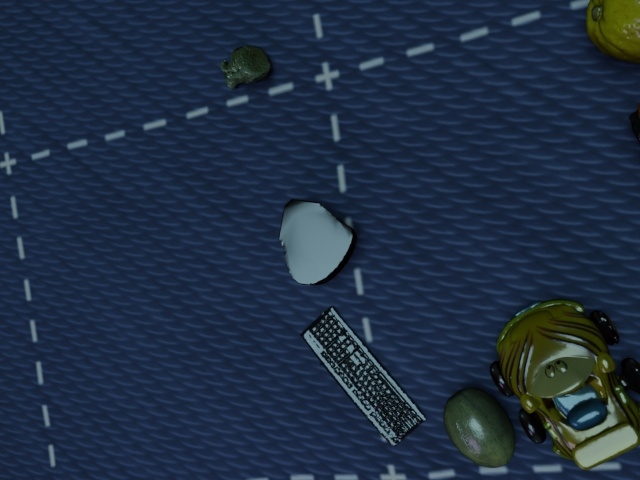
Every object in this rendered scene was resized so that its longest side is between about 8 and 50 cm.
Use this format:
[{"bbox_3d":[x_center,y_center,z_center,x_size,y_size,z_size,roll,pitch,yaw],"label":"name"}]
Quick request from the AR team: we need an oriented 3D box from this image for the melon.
[{"bbox_3d":[0.249,0.293,1.087,0.098,0.098,0.131,-37,77,15],"label":"melon"}]

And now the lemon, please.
[{"bbox_3d":[0.484,-0.330,0.975,0.207,0.170,0.170,-3,88,13],"label":"lemon"}]

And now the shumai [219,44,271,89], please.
[{"bbox_3d":[-0.138,-0.302,1.254,0.080,0.082,0.083,-52,37,47],"label":"shumai"}]

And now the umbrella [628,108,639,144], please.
[{"bbox_3d":[0.604,-0.214,0.972,0.326,0.090,0.094,-22,78,18],"label":"umbrella"}]

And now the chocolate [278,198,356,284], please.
[{"bbox_3d":[0.000,0.000,1.189,0.125,0.080,0.149,-18,76,7],"label":"chocolate"}]

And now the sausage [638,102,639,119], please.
[{"bbox_3d":[0.509,-0.111,0.904,0.098,0.098,0.238,-33,69,16],"label":"sausage"}]

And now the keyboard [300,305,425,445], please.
[{"bbox_3d":[0.068,0.233,1.193,0.087,0.017,0.250,-43,77,12],"label":"keyboard"}]

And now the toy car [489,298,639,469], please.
[{"bbox_3d":[0.365,0.210,1.023,0.200,0.142,0.248,-35,81,15],"label":"toy car"}]
